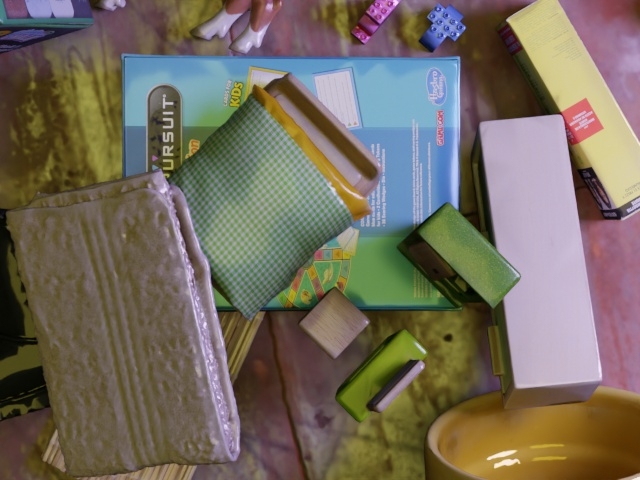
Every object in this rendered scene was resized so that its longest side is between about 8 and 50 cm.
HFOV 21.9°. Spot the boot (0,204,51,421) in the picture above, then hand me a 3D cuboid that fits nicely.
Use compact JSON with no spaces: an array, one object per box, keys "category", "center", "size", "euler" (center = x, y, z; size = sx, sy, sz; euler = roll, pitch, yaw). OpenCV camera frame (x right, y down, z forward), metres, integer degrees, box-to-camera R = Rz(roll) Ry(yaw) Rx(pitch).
[{"category":"boot","center":[-0.327,0.076,1.658],"size":[0.247,0.094,0.207],"euler":[-16,88,2]}]

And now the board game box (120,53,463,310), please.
[{"category":"board game box","center":[-0.030,-0.055,1.655],"size":[0.336,0.079,0.253],"euler":[0,87,-5]}]

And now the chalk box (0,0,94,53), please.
[{"category":"chalk box","center":[-0.341,-0.267,1.560],"size":[0.289,0.180,0.179],"euler":[-14,91,22]}]

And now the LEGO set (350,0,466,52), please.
[{"category":"LEGO set","center":[0.139,-0.271,1.664],"size":[0.087,0.093,0.227],"euler":[41,90,-2]}]

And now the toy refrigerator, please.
[{"category":"toy refrigerator","center":[0.205,0.022,1.628],"size":[0.094,0.102,0.269],"euler":[-6,73,-2]}]

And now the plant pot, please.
[{"category":"plant pot","center":[0.234,0.294,1.614],"size":[0.254,0.254,0.239],"euler":[-6,107,-1]}]

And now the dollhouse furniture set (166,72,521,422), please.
[{"category":"dollhouse furniture set","center":[0.000,0.000,1.538],"size":[0.301,0.151,0.197],"euler":[45,84,-1]}]

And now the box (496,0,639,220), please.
[{"category":"box","center":[0.262,-0.133,1.675],"size":[0.058,0.087,0.232],"euler":[-30,93,-1]}]

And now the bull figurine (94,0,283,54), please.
[{"category":"bull figurine","center":[-0.159,-0.311,1.654],"size":[0.310,0.101,0.188],"euler":[18,97,4]}]

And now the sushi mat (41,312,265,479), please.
[{"category":"sushi mat","center":[-0.156,0.113,1.699],"size":[0.151,0.019,0.316],"euler":[24,90,-1]}]

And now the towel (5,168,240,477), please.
[{"category":"towel","center":[-0.187,0.081,1.565],"size":[0.187,0.049,0.282],"euler":[-10,94,24]}]
